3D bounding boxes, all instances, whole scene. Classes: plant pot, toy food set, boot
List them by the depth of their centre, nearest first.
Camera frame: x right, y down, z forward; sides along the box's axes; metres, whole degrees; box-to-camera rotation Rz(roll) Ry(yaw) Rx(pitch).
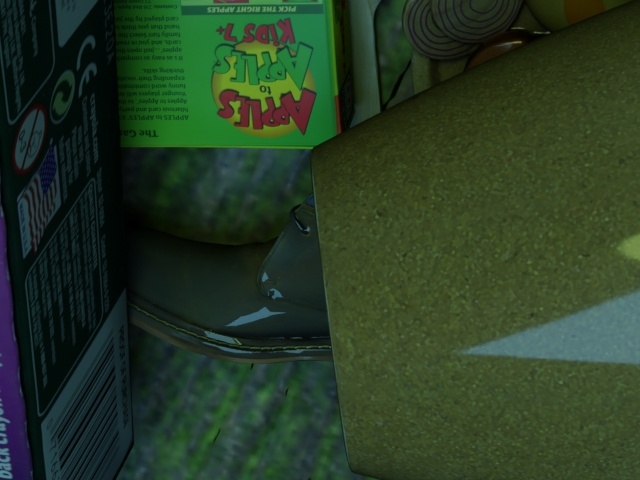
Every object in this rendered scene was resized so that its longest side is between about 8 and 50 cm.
[{"bbox_3d":[0.129,0.010,0.685,0.254,0.237,0.237,-8,114,2],"label":"plant pot"},{"bbox_3d":[0.097,-0.070,0.787,0.192,0.038,0.132,1,115,10],"label":"toy food set"},{"bbox_3d":[0.000,0.000,0.820,0.219,0.082,0.106,15,107,12],"label":"boot"}]

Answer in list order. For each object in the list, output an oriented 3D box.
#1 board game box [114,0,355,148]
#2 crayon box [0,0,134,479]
[{"bbox_3d":[-0.080,-0.087,0.794,0.181,0.043,0.092,0,116,9],"label":"board game box"},{"bbox_3d":[-0.239,-0.042,0.744,0.313,0.106,0.363,16,137,12],"label":"crayon box"}]
